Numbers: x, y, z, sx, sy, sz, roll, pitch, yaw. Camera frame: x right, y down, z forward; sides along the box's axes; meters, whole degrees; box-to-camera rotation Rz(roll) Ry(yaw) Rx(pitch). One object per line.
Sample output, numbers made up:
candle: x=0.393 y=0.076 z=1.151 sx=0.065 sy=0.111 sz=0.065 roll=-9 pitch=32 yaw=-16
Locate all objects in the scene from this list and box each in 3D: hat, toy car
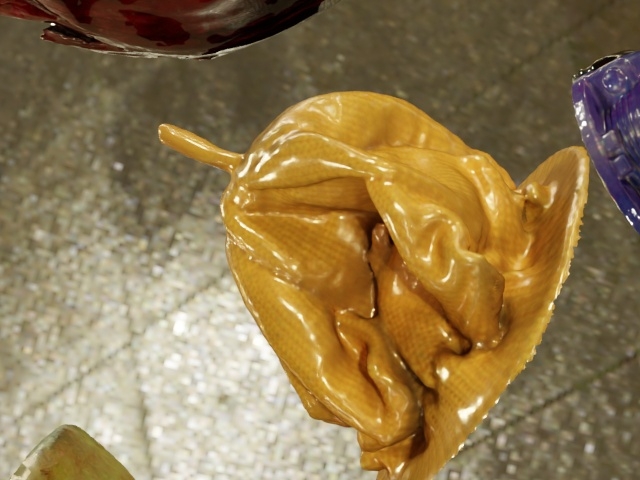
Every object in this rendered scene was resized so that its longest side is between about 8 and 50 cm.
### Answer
hat: x=0.000 y=0.000 z=1.023 sx=0.244 sy=0.233 sz=0.233 roll=-56 pitch=10 yaw=20
toy car: x=0.313 y=-0.095 z=1.296 sx=0.158 sy=0.235 sz=0.172 roll=-43 pitch=67 yaw=50

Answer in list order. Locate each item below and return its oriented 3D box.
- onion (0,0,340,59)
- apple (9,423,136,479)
onion: x=-0.057 y=-0.180 z=0.659 sx=0.281 sy=0.281 sz=0.221 roll=-5 pitch=100 yaw=45
apple: x=-0.141 y=0.212 z=0.989 sx=0.120 sy=0.265 sz=0.193 roll=10 pitch=104 yaw=7
